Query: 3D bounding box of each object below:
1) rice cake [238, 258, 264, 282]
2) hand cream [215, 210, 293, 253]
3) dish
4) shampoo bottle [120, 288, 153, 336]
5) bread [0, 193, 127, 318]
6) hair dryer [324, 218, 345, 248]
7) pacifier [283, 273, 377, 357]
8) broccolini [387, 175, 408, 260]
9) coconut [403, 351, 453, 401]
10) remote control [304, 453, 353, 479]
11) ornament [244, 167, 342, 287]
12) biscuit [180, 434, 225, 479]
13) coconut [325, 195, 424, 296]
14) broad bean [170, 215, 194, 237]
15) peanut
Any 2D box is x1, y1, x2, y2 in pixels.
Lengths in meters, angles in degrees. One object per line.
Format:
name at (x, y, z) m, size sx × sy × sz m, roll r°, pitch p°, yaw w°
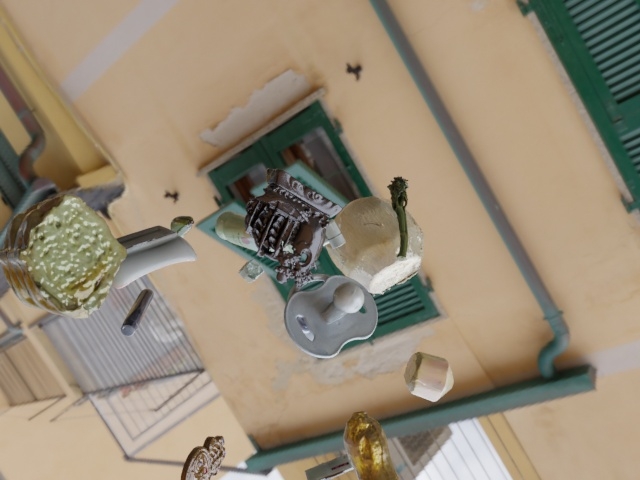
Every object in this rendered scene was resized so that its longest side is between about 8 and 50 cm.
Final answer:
rice cake at (-0.250, 0.110, 2.240) m, size 0.063 × 0.069 × 0.206 m, roll -46°, pitch -177°, yaw -13°
hand cream at (-0.191, -0.014, 1.897) m, size 0.306 × 0.147 × 0.093 m, roll 18°, pitch -124°, yaw 35°
dish at (-0.413, 0.026, 1.453) m, size 0.212 × 0.077 × 0.151 m, roll -22°, pitch -153°, yaw -36°
shampoo bottle at (-0.599, 0.236, 2.043) m, size 0.087 × 0.049 × 0.233 m, roll -55°, pitch -167°, yaw 17°
bread at (-0.512, 0.030, 1.225) m, size 0.252 × 0.196 × 0.238 m, roll -15°, pitch -127°, yaw 51°
hair dryer at (0.000, 0.000, 1.931) m, size 0.137 × 0.082 × 0.047 m, roll -28°, pitch -172°, yaw 11°
pacifier at (0.042, 0.172, 1.681) m, size 0.287 × 0.238 × 0.226 m, roll -18°, pitch 162°, yaw -34°
broccolini at (0.184, -0.050, 1.452) m, size 0.054 × 0.239 × 0.051 m, roll 6°, pitch 144°, yaw -4°
coconut at (0.287, 0.354, 1.626) m, size 0.116 × 0.122 × 0.116 m, roll -159°, pitch -90°, yaw -86°
remote control at (0.029, 0.804, 2.195) m, size 0.166 × 0.029 × 0.065 m, roll -21°, pitch -141°, yaw -4°
ornament at (-0.088, -0.027, 1.623) m, size 0.260 × 0.251 × 0.106 m, roll -63°, pitch -156°, yaw -11°
biscuit at (-0.272, 0.529, 1.470) m, size 0.026 × 0.124 × 0.175 m, roll 5°, pitch -159°, yaw 22°
coconut at (0.197, -0.001, 2.344) m, size 0.346 × 0.360 × 0.346 m, roll -24°, pitch 151°, yaw -14°
broad bean at (-0.439, -0.036, 1.932) m, size 0.214 × 0.070 × 0.048 m, roll -23°, pitch -154°, yaw 48°
peanut at (0.104, 0.447, 1.258) m, size 0.087 × 0.206 × 0.087 m, roll -18°, pitch 166°, yaw -5°
